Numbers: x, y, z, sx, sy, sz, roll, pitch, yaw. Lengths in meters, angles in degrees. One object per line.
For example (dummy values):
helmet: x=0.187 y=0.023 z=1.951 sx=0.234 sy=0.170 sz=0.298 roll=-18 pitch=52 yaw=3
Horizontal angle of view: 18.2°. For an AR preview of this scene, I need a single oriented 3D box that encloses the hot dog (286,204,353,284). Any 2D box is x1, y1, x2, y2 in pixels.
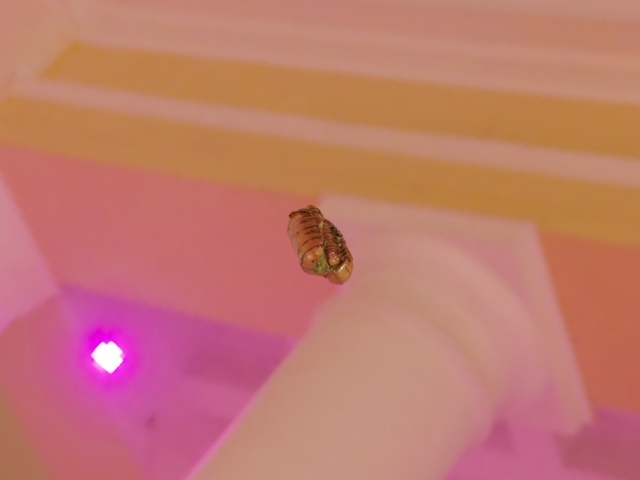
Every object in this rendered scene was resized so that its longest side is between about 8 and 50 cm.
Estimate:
hot dog: x=0.000 y=0.000 z=1.581 sx=0.049 sy=0.037 sz=0.122 roll=25 pitch=16 yaw=-20
